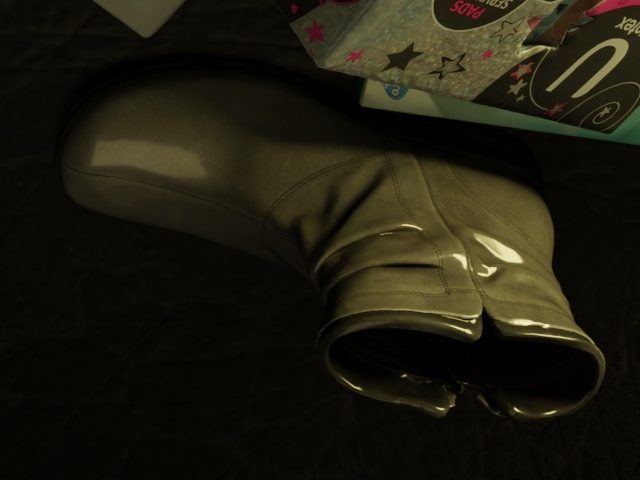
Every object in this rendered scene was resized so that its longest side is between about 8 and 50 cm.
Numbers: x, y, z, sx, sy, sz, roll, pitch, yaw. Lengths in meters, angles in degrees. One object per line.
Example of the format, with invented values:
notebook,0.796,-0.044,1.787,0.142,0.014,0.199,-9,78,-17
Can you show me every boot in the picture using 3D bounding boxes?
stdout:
boot,0.000,0.000,0.970,0.338,0.223,0.118,5,126,-7

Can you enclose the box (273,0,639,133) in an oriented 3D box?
box,0.077,-0.160,0.738,0.247,0.163,0.142,4,136,-50

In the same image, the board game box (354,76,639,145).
board game box,0.208,-0.181,0.941,0.336,0.079,0.254,7,125,-8

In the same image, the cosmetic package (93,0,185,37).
cosmetic package,-0.045,-0.317,0.788,0.217,0.156,0.385,37,115,-25
